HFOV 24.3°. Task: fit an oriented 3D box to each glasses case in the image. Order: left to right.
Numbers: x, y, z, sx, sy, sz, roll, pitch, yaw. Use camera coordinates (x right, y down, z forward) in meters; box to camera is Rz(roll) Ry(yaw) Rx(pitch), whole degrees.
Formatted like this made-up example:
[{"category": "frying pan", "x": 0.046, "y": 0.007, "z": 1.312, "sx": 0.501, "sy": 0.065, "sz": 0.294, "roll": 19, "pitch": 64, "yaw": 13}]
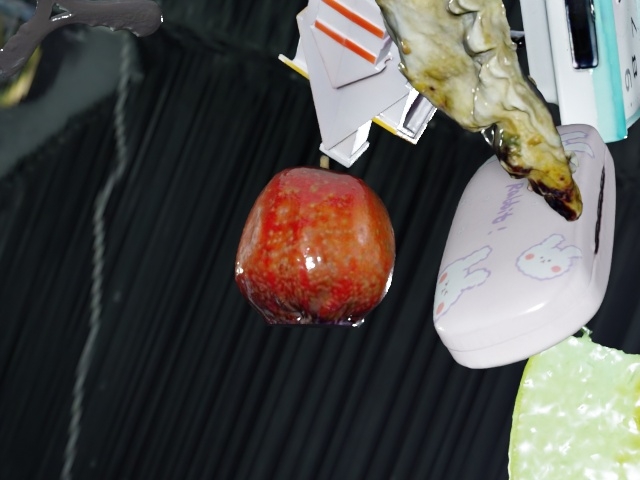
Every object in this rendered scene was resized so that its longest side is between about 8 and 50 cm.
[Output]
[{"category": "glasses case", "x": 0.152, "y": -0.004, "z": 1.079, "sx": 0.075, "sy": 0.113, "sz": 0.297, "roll": 59, "pitch": -156, "yaw": -19}]

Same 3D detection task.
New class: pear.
[{"category": "pear", "x": 0.259, "y": 0.213, "z": 1.015, "sx": 0.288, "sy": 0.239, "sz": 0.139, "roll": 14, "pitch": 160, "yaw": 13}]

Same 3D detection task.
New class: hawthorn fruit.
[{"category": "hawthorn fruit", "x": 0.000, "y": 0.000, "z": 1.909, "sx": 0.215, "sy": 0.250, "sz": 0.215, "roll": 8, "pitch": 150, "yaw": 5}]

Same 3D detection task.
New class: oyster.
[{"category": "oyster", "x": 0.080, "y": -0.141, "z": 0.908, "sx": 0.345, "sy": 0.078, "sz": 0.128, "roll": 59, "pitch": 173, "yaw": -28}]

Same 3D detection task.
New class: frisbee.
[{"category": "frisbee", "x": -0.288, "y": -0.235, "z": 1.601, "sx": 0.211, "sy": 0.187, "sz": 0.012, "roll": 23, "pitch": -143, "yaw": -43}]

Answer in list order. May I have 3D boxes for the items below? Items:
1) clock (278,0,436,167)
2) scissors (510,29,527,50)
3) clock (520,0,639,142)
[{"category": "clock", "x": 0.072, "y": -0.232, "z": 1.671, "sx": 0.166, "sy": 0.235, "sz": 0.309, "roll": 34, "pitch": 145, "yaw": 13}, {"category": "scissors", "x": 0.358, "y": -0.250, "z": 1.964, "sx": 0.317, "sy": 0.160, "sz": 0.024, "roll": 14, "pitch": 180, "yaw": 34}, {"category": "clock", "x": 0.261, "y": -0.242, "z": 1.490, "sx": 0.116, "sy": 0.262, "sz": 0.231, "roll": -5, "pitch": -166, "yaw": 25}]
